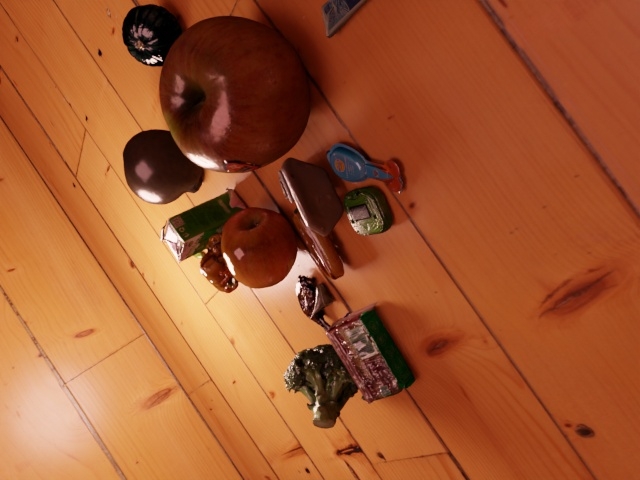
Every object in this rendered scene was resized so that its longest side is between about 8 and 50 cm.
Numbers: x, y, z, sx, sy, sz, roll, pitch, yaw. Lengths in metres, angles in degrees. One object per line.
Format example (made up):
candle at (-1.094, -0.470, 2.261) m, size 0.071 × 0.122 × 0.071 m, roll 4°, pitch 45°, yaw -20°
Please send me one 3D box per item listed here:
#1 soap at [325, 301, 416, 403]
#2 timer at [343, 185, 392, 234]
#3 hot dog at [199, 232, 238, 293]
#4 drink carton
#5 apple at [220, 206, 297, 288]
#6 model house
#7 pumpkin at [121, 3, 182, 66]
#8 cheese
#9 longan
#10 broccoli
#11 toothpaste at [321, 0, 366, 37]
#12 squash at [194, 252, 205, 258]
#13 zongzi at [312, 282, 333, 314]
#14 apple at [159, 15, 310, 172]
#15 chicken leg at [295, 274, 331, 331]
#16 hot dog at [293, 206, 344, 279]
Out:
soap at (0.150, 0.341, 1.889) m, size 0.217 × 0.098 × 0.273 m, roll -30°, pitch 93°, yaw 42°
timer at (0.121, -0.075, 1.654) m, size 0.140 × 0.047 × 0.128 m, roll -8°, pitch 110°, yaw 54°
hot dog at (-0.323, 0.090, 2.181) m, size 0.117 × 0.158 × 0.349 m, roll 14°, pitch 162°, yaw 7°
drink carton at (-0.391, -0.052, 2.126) m, size 0.108 × 0.271 × 0.161 m, roll 52°, pitch 147°, yaw 13°
apple at (-0.188, 0.026, 1.993) m, size 0.242 × 0.242 × 0.241 m, roll 27°, pitch 149°, yaw 37°
model house at (-0.032, -0.123, 1.728) m, size 0.229 × 0.122 × 0.188 m, roll 63°, pitch 169°, yaw -7°
pumpkin at (-0.512, -0.622, 1.925) m, size 0.194 × 0.150 × 0.194 m, roll 29°, pitch 134°, yaw 34°
cheese at (0.107, -0.184, 1.595) m, size 0.256 × 0.037 × 0.106 m, roll 22°, pitch 134°, yaw 40°
longan at (-0.549, -0.250, 2.209) m, size 0.300 × 0.243 × 0.300 m, roll 14°, pitch 156°, yaw 6°
broccoli at (0.012, 0.466, 2.039) m, size 0.269 × 0.270 × 0.270 m, roll 3°, pitch 148°, yaw 2°
toothpaste at (0.075, -0.527, 1.350) m, size 0.069 × 0.047 × 0.268 m, roll 50°, pitch 152°, yaw -12°
squash at (-0.501, 0.061, 2.587) m, size 0.089 × 0.027 × 0.027 m, roll 2°, pitch 118°, yaw 53°
zongzi at (-0.009, 0.185, 2.010) m, size 0.076 × 0.083 × 0.040 m, roll 59°, pitch -174°, yaw 2°
apple at (-0.211, -0.365, 1.612) m, size 0.400 × 0.333 × 0.401 m, roll 12°, pitch 109°, yaw 38°
chicken leg at (-0.013, 0.225, 2.074) m, size 0.106 × 0.051 × 0.253 m, roll -16°, pitch 107°, yaw 50°
hot dog at (0.000, 0.000, 1.855) m, size 0.250 × 0.076 × 0.104 m, roll 62°, pitch 166°, yaw 0°
